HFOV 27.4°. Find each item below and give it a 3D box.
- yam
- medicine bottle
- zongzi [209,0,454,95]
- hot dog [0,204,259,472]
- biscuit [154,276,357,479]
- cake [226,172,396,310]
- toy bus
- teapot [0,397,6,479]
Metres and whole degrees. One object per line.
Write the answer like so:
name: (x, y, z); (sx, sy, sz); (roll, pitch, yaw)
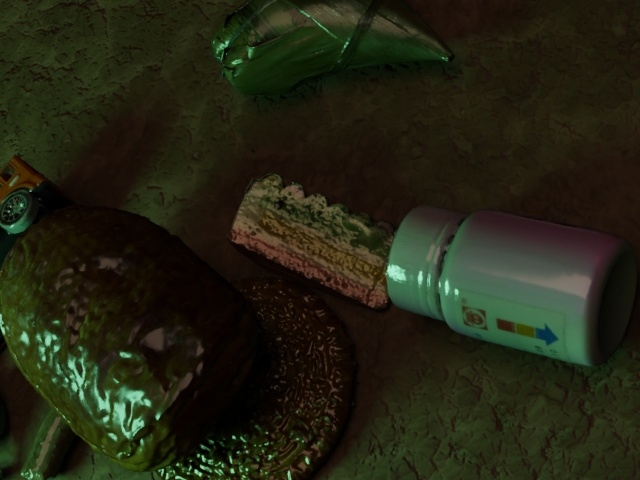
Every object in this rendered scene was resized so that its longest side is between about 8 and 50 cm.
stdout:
yam: (-0.316, 0.209, 1.712); (0.057, 0.057, 0.241); (20, 75, 31)
medicine bottle: (0.213, 0.043, 1.475); (0.255, 0.152, 0.152); (14, 73, 31)
zongzi: (0.008, -0.246, 1.730); (0.251, 0.125, 0.274); (-41, 62, 2)
hot dog: (-0.240, 0.114, 1.607); (0.267, 0.174, 0.387); (-49, 55, -6)
biscuit: (-0.097, 0.183, 1.623); (0.305, 0.038, 0.305); (-11, 63, 21)
cake: (0.002, 0.007, 1.660); (0.225, 0.090, 0.109); (23, 75, 13)
toy bus: (-0.465, 0.052, 1.807); (0.329, 0.143, 0.153); (-51, 46, -3)
teapot: (-0.481, 0.254, 1.755); (0.108, 0.149, 0.111); (-31, 17, 27)
